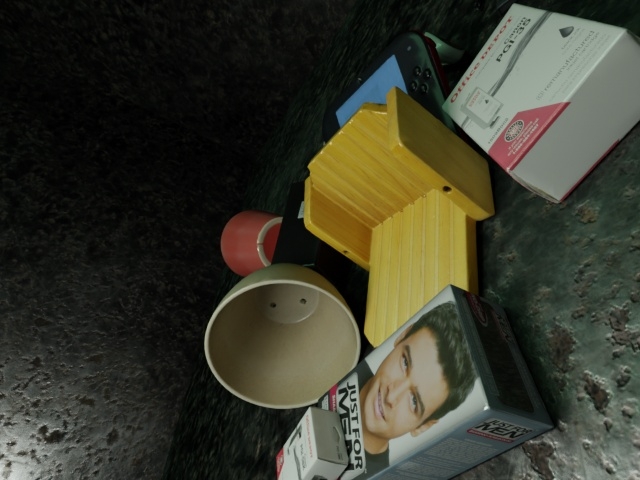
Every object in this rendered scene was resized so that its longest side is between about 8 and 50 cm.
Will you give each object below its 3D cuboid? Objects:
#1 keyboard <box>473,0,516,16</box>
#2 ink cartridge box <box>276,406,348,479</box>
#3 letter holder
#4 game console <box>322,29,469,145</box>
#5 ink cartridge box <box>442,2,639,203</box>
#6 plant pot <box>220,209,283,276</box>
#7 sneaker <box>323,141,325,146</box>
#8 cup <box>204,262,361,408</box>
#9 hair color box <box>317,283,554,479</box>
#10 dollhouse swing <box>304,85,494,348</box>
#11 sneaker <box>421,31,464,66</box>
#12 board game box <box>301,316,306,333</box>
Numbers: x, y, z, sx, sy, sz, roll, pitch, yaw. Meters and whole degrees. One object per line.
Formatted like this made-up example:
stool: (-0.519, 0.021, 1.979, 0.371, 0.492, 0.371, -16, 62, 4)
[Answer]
keyboard: (0.425, -0.641, 0.989, 0.201, 0.033, 0.318, -35, 36, 56)
ink cartridge box: (-0.018, 0.354, 0.689, 0.135, 0.056, 0.099, -61, 20, 21)
letter holder: (0.000, 0.000, 1.253, 0.151, 0.214, 0.302, -8, 55, 30)
game console: (0.148, -0.235, 0.987, 0.386, 0.060, 0.343, -30, 67, 53)
ink cartridge box: (0.330, -0.222, 0.658, 0.207, 0.117, 0.283, -57, 23, 27)
plant pot: (-0.190, 0.014, 1.550, 0.243, 0.274, 0.275, 0, 68, 57)
sneaker: (0.082, -0.284, 1.439, 0.222, 0.083, 0.118, 6, 93, 62)
cup: (-0.082, 0.185, 1.008, 0.331, 0.330, 0.237, -60, 13, 19)
hair color box: (0.134, 0.259, 0.651, 0.375, 0.113, 0.186, -52, 26, 35)
dollhouse swing: (0.102, -0.012, 0.808, 0.346, 0.315, 0.305, -35, 25, 55)
sneaker: (0.276, -0.451, 1.083, 0.290, 0.105, 0.123, -89, 22, -65)
board game box: (-0.075, 0.305, 1.206, 0.194, 0.060, 0.194, -28, 43, 60)
